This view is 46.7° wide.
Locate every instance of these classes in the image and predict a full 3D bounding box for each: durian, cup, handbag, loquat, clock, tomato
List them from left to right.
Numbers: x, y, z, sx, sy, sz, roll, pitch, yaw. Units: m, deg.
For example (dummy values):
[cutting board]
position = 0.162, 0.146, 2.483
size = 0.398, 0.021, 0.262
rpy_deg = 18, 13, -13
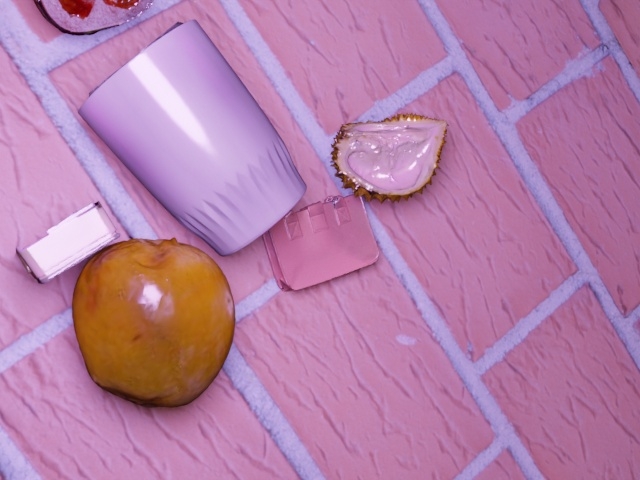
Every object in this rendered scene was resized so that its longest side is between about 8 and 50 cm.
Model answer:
[clock]
position = -0.419, 0.007, 1.219
size = 0.147, 0.192, 0.071
rpy_deg = -35, 100, -21
[tomato]
position = -0.407, -0.464, 1.281
size = 0.214, 0.155, 0.180
rpy_deg = -19, 127, -27
[loquat]
position = -0.278, 0.135, 1.233
size = 0.276, 0.276, 0.283
rpy_deg = 8, 86, -21
[cup]
position = -0.212, -0.173, 1.283
size = 0.253, 0.253, 0.371
rpy_deg = -43, 102, -19
[handbag]
position = 0.000, 0.000, 1.455
size = 0.213, 0.059, 0.157
rpy_deg = -19, 93, -23
[durian]
position = 0.125, -0.156, 1.474
size = 0.250, 0.138, 0.183
rpy_deg = -11, 86, -20
